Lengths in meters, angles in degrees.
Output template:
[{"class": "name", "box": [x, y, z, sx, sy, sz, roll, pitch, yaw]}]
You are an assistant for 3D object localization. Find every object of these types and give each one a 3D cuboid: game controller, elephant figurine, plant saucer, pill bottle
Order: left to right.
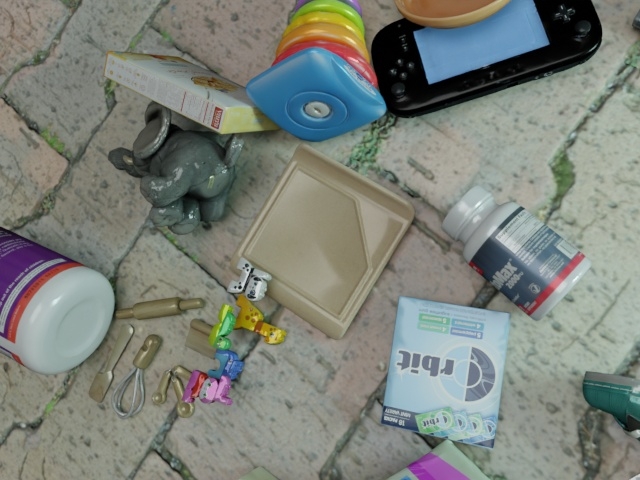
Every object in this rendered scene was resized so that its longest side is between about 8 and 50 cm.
[{"class": "pill bottle", "box": [-0.522, 0.083, 0.968, 0.323, 0.181, 0.181, 21, 88, 18]}, {"class": "elephant figurine", "box": [-0.247, -0.143, 0.945, 0.186, 0.169, 0.239, -22, 57, -17]}, {"class": "plant saucer", "box": [0.209, -0.382, 0.864, 0.200, 0.037, 0.200, -12, 52, 16]}, {"class": "game controller", "box": [0.236, -0.294, 0.860, 0.319, 0.067, 0.166, -16, 78, 13]}, {"class": "pill bottle", "box": [0.258, 0.011, 0.785, 0.180, 0.108, 0.108, 43, 95, 19]}]

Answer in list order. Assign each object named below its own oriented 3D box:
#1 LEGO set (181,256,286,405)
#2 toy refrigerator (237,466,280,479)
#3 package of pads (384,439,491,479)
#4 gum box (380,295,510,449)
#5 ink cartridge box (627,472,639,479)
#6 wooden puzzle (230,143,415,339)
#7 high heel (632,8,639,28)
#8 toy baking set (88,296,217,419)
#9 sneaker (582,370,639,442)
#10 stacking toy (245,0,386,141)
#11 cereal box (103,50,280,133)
[{"class": "LEGO set", "box": [-0.112, 0.153, 0.889, 0.093, 0.087, 0.227, 19, 81, 15]}, {"class": "toy refrigerator", "box": [-0.021, 0.448, 0.808, 0.269, 0.094, 0.102, 31, 92, 19]}, {"class": "package of pads", "box": [0.108, 0.389, 0.658, 0.296, 0.229, 0.101, -27, 113, -16]}, {"class": "gum box", "box": [0.176, 0.181, 0.818, 0.157, 0.041, 0.184, 8, 85, 17]}, {"class": "ink cartridge box", "box": [0.421, 0.340, 0.727, 0.048, 0.028, 0.083, -37, 73, 8]}, {"class": "wooden puzzle", "box": [0.000, 0.000, 0.902, 0.221, 0.044, 0.239, 32, 96, 18]}, {"class": "high heel", "box": [0.553, -0.352, 0.724, 0.186, 0.093, 0.261, 38, 127, 23]}, {"class": "toy baking set", "box": [-0.281, 0.195, 0.958, 0.256, 0.030, 0.197, -5, 80, 16]}, {"class": "sneaker", "box": [0.456, 0.258, 0.688, 0.302, 0.108, 0.121, 22, 84, 17]}, {"class": "stacking toy", "box": [0.009, -0.322, 0.900, 0.165, 0.175, 0.302, -16, 57, 38]}, {"class": "cereal box", "box": [-0.195, -0.238, 0.924, 0.240, 0.173, 0.047, 27, 113, 18]}]
